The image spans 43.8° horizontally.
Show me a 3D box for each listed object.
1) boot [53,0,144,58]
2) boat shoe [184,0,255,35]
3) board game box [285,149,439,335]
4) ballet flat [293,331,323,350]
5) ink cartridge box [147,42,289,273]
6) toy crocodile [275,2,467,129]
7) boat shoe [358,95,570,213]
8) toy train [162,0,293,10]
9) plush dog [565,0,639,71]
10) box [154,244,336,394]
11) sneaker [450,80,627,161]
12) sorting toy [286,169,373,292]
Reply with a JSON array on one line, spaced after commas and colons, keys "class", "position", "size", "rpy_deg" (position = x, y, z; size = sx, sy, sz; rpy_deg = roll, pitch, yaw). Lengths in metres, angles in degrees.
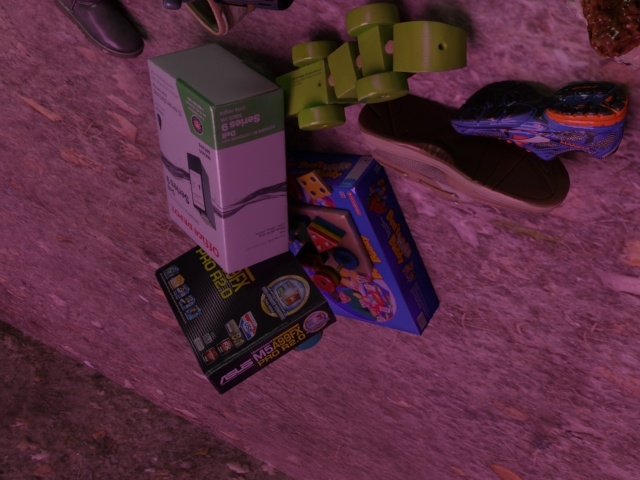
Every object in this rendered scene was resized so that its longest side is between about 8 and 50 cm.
[{"class": "boot", "position": [-0.339, -0.402, 1.230], "size": [0.190, 0.076, 0.208], "rpy_deg": [36, 143, -3]}, {"class": "boat shoe", "position": [-0.204, -0.400, 1.058], "size": [0.285, 0.089, 0.105], "rpy_deg": [42, 150, -9]}, {"class": "board game box", "position": [0.043, 0.004, 1.377], "size": [0.233, 0.078, 0.347], "rpy_deg": [10, 140, 38]}, {"class": "ballet flat", "position": [-0.089, 0.053, 1.541], "size": [0.342, 0.116, 0.124], "rpy_deg": [65, 174, -19]}, {"class": "ink cartridge box", "position": [-0.153, -0.126, 1.225], "size": [0.211, 0.122, 0.289], "rpy_deg": [39, 141, 43]}, {"class": "toy crocodile", "position": [0.048, -0.221, 1.048], "size": [0.341, 0.105, 0.115], "rpy_deg": [-12, 86, 55]}, {"class": "boat shoe", "position": [0.187, -0.103, 1.062], "size": [0.302, 0.109, 0.098], "rpy_deg": [25, 154, 28]}, {"class": "toy train", "position": [-0.112, -0.340, 0.868], "size": [0.190, 0.142, 0.334], "rpy_deg": [6, -178, -2]}, {"class": "plush dog", "position": [0.328, -0.204, 0.698], "size": [0.226, 0.262, 0.210], "rpy_deg": [21, 114, 7]}, {"class": "box", "position": [-0.130, 0.089, 1.297], "size": [0.270, 0.216, 0.060], "rpy_deg": [53, 173, 45]}, {"class": "sneaker", "position": [0.257, -0.135, 0.959], "size": [0.221, 0.083, 0.087], "rpy_deg": [11, 138, 39]}, {"class": "sorting toy", "position": [0.000, 0.000, 1.291], "size": [0.132, 0.046, 0.274], "rpy_deg": [11, 140, 37]}]
